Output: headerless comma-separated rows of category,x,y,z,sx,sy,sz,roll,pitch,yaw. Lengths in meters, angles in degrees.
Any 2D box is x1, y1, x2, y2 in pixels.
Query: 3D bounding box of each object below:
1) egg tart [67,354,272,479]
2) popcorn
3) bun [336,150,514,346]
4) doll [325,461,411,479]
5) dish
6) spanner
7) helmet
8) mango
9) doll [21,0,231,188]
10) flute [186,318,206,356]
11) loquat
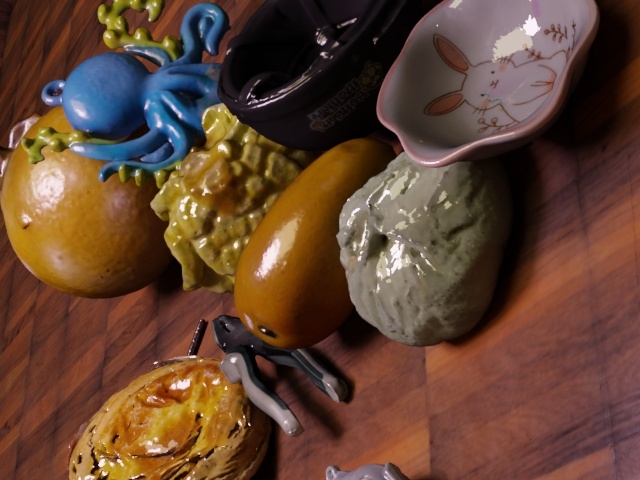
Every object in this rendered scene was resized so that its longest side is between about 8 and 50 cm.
egg tart,-0.187,0.277,1.559,0.297,0.132,0.297,-17,42,16
popcorn,-0.101,-0.047,1.497,0.235,0.217,0.181,-36,15,5
bun,0.091,-0.005,1.195,0.204,0.126,0.213,-10,66,60
doll,0.069,0.265,1.153,0.227,0.075,0.102,31,114,52
dish,0.167,-0.144,1.129,0.229,0.081,0.229,-24,45,26
spanner,-0.067,0.146,1.483,0.095,0.040,0.325,-37,26,-12
helmet,0.026,-0.206,1.393,0.278,0.160,0.231,-32,35,12
mango,-0.003,0.004,1.340,0.255,0.139,0.175,-62,-3,18
doll,-0.228,-0.206,1.747,0.099,0.341,0.346,98,179,-57
flute,-0.217,0.239,1.810,0.270,0.014,0.014,-69,26,11
loquat,-0.361,-0.079,1.893,0.328,0.359,0.329,-162,90,-80
